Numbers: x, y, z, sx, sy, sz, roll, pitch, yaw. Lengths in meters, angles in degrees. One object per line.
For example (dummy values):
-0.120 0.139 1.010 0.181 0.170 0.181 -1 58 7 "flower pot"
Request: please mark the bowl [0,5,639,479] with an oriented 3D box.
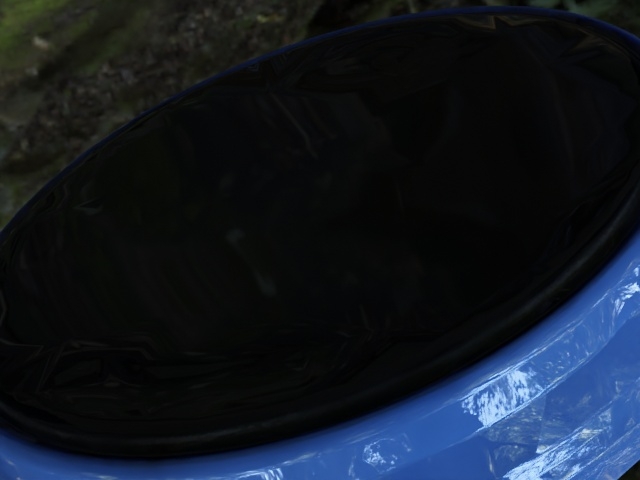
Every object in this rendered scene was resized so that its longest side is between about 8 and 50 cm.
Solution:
0.000 0.000 0.535 0.391 0.077 0.391 -17 -149 10 "bowl"
